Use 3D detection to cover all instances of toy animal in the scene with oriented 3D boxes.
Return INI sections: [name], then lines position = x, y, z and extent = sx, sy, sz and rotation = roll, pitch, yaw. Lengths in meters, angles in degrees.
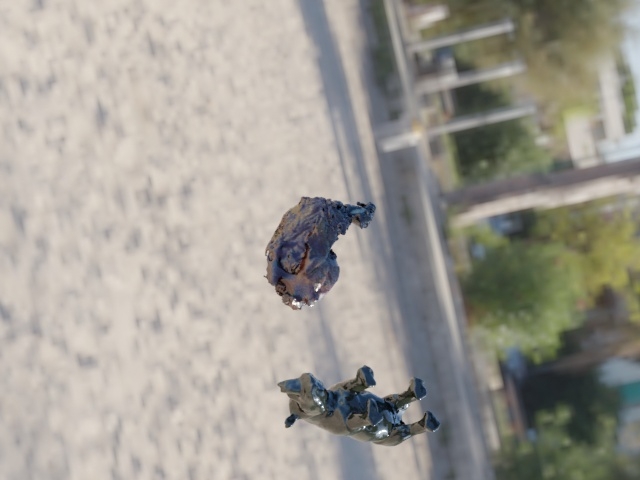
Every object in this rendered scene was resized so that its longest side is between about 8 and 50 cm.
[toy animal]
position = 0.020, 0.123, 1.275
extent = 0.136, 0.065, 0.047
rotation = 15, 59, -40

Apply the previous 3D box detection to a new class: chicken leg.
[chicken leg]
position = -0.002, 0.000, 0.763
extent = 0.036, 0.021, 0.083
rotation = 40, 42, -7
